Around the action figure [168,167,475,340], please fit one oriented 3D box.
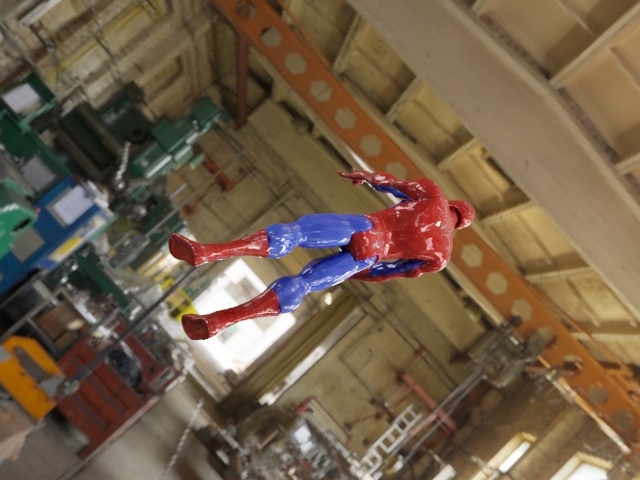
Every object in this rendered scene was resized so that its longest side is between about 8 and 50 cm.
[{"bbox_3d":[0.000,0.000,0.676,0.139,0.280,0.092,11,-69,57],"label":"action figure"}]
